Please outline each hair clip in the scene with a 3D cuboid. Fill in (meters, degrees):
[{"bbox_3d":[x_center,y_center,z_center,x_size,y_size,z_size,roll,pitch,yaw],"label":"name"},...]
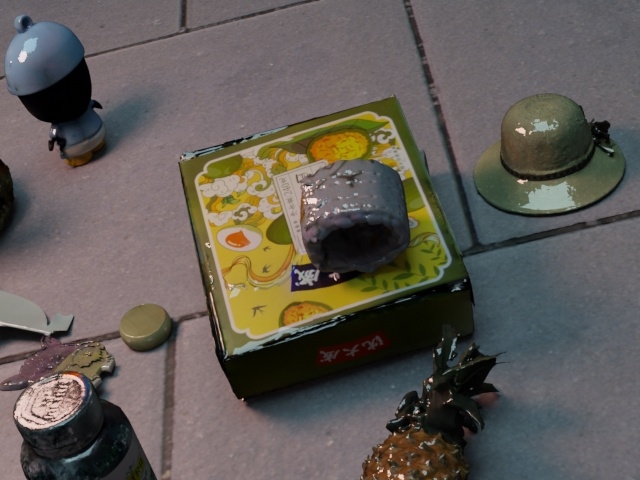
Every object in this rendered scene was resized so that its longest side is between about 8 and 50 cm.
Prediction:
[{"bbox_3d":[-0.402,0.211,1.847,0.146,0.056,0.187,6,39,16],"label":"hair clip"}]

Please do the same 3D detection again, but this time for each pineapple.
[{"bbox_3d":[0.146,0.242,1.517,0.165,0.166,0.364,1,39,22],"label":"pineapple"}]

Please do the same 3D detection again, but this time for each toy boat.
[{"bbox_3d":[-0.550,0.112,1.996,0.291,0.067,0.220,6,20,15],"label":"toy boat"}]

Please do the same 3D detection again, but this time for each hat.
[{"bbox_3d":[0.370,-0.166,1.975,0.257,0.130,0.257,-10,38,8],"label":"hat"}]

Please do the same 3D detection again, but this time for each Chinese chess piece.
[{"bbox_3d":[-0.278,0.138,1.909,0.084,0.034,0.084,-9,39,7],"label":"Chinese chess piece"}]

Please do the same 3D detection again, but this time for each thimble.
[{"bbox_3d":[0.047,-0.033,1.673,0.151,0.127,0.118,-10,49,5],"label":"thimble"}]

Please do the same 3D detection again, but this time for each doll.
[{"bbox_3d":[-0.513,-0.294,2.310,0.141,0.314,0.177,6,41,31],"label":"doll"}]

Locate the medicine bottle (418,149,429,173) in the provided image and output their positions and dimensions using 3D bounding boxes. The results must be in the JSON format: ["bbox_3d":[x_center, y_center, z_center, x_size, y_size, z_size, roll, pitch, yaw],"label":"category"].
[{"bbox_3d":[0.113,-0.106,2.034,0.140,0.079,0.079,-9,38,10],"label":"medicine bottle"}]

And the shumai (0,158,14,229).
[{"bbox_3d":[-0.757,-0.159,2.140,0.395,0.348,0.395,5,43,-4],"label":"shumai"}]

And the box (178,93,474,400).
[{"bbox_3d":[0.000,0.000,1.828,0.373,0.138,0.420,-16,50,-1],"label":"box"}]

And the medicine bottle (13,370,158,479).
[{"bbox_3d":[-0.283,0.296,1.494,0.141,0.293,0.141,-11,37,8],"label":"medicine bottle"}]
